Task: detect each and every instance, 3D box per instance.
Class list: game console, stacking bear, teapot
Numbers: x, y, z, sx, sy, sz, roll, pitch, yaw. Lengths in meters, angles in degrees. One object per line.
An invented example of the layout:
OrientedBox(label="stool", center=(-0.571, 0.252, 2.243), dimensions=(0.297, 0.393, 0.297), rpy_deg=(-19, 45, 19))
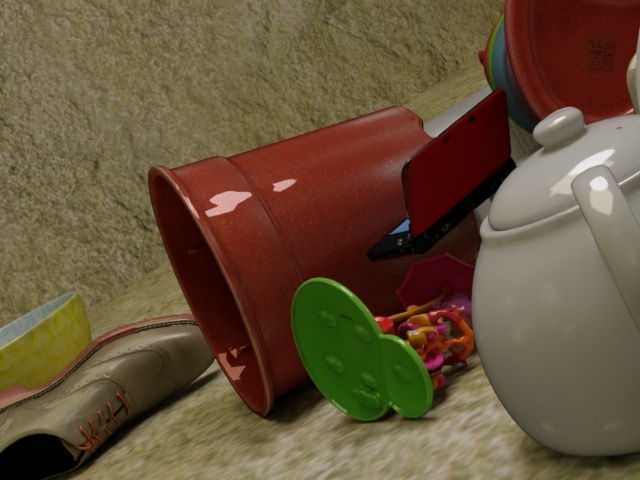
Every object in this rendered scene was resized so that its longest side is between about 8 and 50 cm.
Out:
OrientedBox(label="game console", center=(0.102, -0.057, 1.089), dimensions=(0.144, 0.085, 0.124), rpy_deg=(-38, 14, -31))
OrientedBox(label="stacking bear", center=(0.228, -0.176, 1.158), dimensions=(0.176, 0.164, 0.289), rpy_deg=(5, 7, -4))
OrientedBox(label="teapot", center=(0.191, 0.004, 0.769), dimensions=(0.252, 0.187, 0.256), rpy_deg=(-36, 11, -31))

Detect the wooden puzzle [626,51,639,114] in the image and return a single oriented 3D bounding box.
OrientedBox(label="wooden puzzle", center=(0.324, -0.149, 0.934), dimensions=(0.238, 0.044, 0.221), rpy_deg=(-52, -30, -6))

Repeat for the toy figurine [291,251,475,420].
OrientedBox(label="toy figurine", center=(0.089, 0.070, 1.047), dimensions=(0.159, 0.130, 0.173), rpy_deg=(-24, 26, -32))

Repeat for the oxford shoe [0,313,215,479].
OrientedBox(label="oxford shoe", center=(-0.268, 0.210, 1.467), dimensions=(0.348, 0.123, 0.130), rpy_deg=(-29, 35, -4))

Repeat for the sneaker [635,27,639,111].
OrientedBox(label="sneaker", center=(0.247, -0.037, 0.579), dimensions=(0.150, 0.135, 0.365), rpy_deg=(-43, 33, 49))

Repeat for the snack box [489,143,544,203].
OrientedBox(label="snack box", center=(0.229, -0.042, 1.184), dimensions=(0.037, 0.100, 0.141), rpy_deg=(-20, 13, 48))

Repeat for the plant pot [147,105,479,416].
OrientedBox(label="plant pot", center=(0.000, 0.000, 1.254), dimensions=(0.265, 0.272, 0.272), rpy_deg=(-24, 7, -16))

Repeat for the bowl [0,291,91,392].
OrientedBox(label="bowl", center=(-0.430, 0.212, 1.727), dimensions=(0.290, 0.156, 0.289), rpy_deg=(-29, 9, 5))

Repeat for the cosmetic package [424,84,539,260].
OrientedBox(label="cosmetic package", center=(0.195, -0.084, 1.370), dimensions=(0.184, 0.151, 0.151), rpy_deg=(-32, 9, -21))
